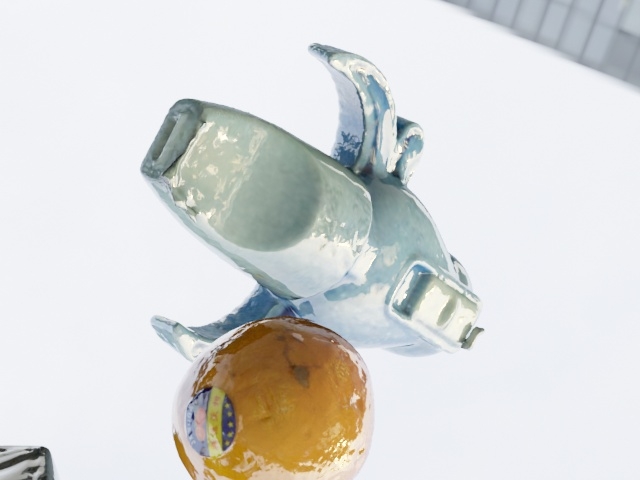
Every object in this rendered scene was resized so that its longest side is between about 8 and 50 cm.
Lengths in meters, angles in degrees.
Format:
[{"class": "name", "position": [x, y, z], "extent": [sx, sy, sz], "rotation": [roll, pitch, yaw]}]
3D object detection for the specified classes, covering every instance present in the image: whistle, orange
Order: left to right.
[{"class": "orange", "position": [-0.017, 0.069, 0.694], "extent": [0.083, 0.083, 0.084], "rotation": [8, -135, -8]}, {"class": "whistle", "position": [0.000, 0.000, 0.938], "extent": [0.093, 0.269, 0.180], "rotation": [27, -96, 44]}]

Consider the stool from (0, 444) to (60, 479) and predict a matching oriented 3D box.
[{"class": "stool", "position": [-0.255, 0.227, 1.120], "extent": [0.232, 0.141, 0.232], "rotation": [-11, -160, 4]}]
